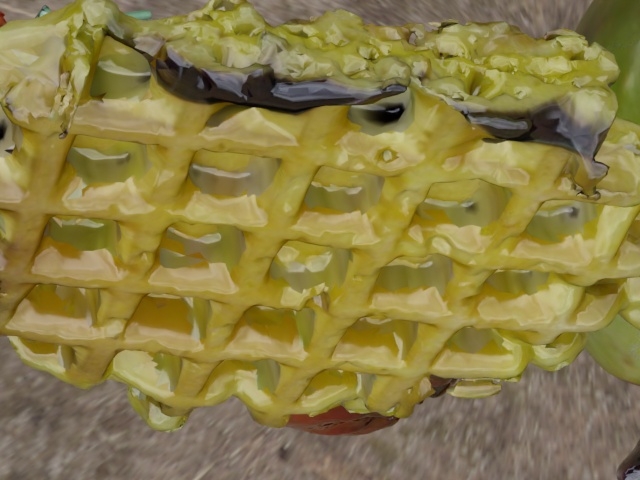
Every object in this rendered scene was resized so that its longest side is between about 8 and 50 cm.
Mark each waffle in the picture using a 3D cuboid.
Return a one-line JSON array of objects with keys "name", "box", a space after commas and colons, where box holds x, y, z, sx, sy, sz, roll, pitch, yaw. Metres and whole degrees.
[{"name": "waffle", "box": [-0.003, -0.005, 0.779, 0.312, 0.307, 0.060, -12, 58, 11]}]

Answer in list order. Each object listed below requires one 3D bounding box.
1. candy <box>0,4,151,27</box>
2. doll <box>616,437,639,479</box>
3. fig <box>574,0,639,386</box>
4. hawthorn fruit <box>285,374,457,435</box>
[{"name": "candy", "box": [-0.211, -0.162, 1.534, 0.060, 0.201, 0.060, 18, 116, 44]}, {"name": "doll", "box": [0.320, 0.302, 1.587, 0.318, 0.209, 0.339, 9, 95, -35]}, {"name": "fig", "box": [0.264, -0.046, 1.299, 0.258, 0.258, 0.326, 27, 116, 4]}, {"name": "hawthorn fruit", "box": [0.000, 0.000, 1.313, 0.224, 0.224, 0.261, -40, 84, 8]}]
